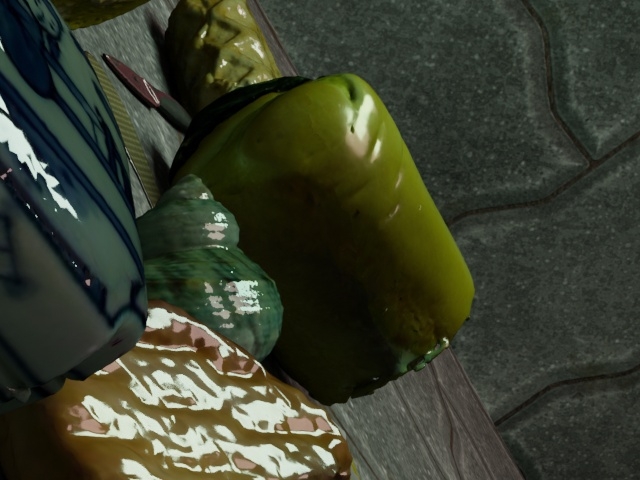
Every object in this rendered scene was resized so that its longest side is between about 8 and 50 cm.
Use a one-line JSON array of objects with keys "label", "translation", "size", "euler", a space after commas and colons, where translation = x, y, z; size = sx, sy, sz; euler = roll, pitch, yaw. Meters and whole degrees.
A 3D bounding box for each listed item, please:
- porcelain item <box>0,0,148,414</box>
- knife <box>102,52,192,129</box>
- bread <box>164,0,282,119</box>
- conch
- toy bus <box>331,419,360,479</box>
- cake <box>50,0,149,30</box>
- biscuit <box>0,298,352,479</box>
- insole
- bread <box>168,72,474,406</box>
[{"label": "porcelain item", "translation": [-0.212, -0.063, 0.859], "size": [0.281, 0.157, 0.286], "euler": [59, 9, -36]}, {"label": "knife", "translation": [-0.190, -0.161, 1.847], "size": [0.035, 0.018, 0.247], "euler": [69, 12, 18]}, {"label": "bread", "translation": [-0.118, -0.205, 2.055], "size": [0.267, 0.130, 0.152], "euler": [-110, -154, -42]}, {"label": "conch", "translation": [-0.108, 0.044, 1.331], "size": [0.176, 0.122, 0.188], "euler": [21, 33, -42]}, {"label": "toy bus", "translation": [0.017, 0.279, 1.533], "size": [0.081, 0.074, 0.226], "euler": [50, 16, -58]}, {"label": "cake", "translation": [-0.216, -0.293, 1.502], "size": [0.260, 0.179, 0.156], "euler": [45, 20, -76]}, {"label": "biscuit", "translation": [-0.096, 0.133, 1.026], "size": [0.213, 0.091, 0.274], "euler": [48, 24, 20]}, {"label": "insole", "translation": [-0.181, -0.079, 1.661], "size": [0.253, 0.005, 0.086], "euler": [65, 8, 11]}, {"label": "bread", "translation": [0.000, 0.000, 1.768], "size": [0.208, 0.251, 0.376], "euler": [-82, 151, -47]}]
